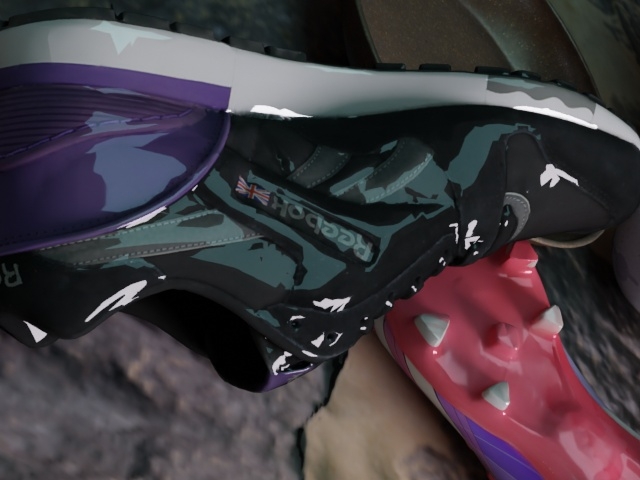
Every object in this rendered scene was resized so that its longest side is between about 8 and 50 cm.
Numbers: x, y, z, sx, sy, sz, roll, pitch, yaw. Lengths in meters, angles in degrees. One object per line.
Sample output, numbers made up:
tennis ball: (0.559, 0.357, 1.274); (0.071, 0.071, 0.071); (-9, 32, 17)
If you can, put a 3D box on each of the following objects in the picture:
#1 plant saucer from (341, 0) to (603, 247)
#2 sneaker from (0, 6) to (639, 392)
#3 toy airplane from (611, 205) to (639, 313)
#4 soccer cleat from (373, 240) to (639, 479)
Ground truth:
plant saucer: (0.073, -0.079, 0.819); (0.199, 0.036, 0.198); (32, 43, -35)
sneaker: (0.000, 0.000, 0.636); (0.283, 0.107, 0.124); (4, 74, -25)
toy airplane: (0.282, -0.025, 0.840); (0.386, 0.273, 0.384); (19, 62, -81)
soccer cleat: (0.087, 0.078, 0.727); (0.083, 0.095, 0.248); (-35, 78, -31)
